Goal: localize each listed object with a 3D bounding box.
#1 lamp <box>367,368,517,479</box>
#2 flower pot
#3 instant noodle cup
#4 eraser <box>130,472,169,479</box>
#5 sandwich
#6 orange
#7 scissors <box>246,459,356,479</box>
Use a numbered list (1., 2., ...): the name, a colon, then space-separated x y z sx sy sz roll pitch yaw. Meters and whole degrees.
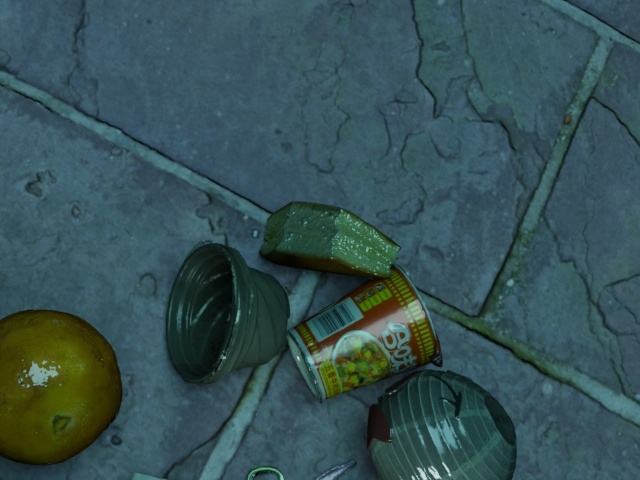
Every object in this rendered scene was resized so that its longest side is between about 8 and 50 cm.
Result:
1. lamp: 0.187 0.324 1.934 0.233 0.265 0.233 -13 61 25
2. flower pot: -0.139 0.121 1.947 0.140 0.235 0.236 8 71 -34
3. instant noodle cup: 0.066 0.166 1.993 0.212 0.193 0.193 -24 81 -11
4. eraser: -0.288 0.551 1.782 0.098 0.096 0.404 15 58 -2
5. sandwich: 0.000 0.000 1.999 0.258 0.096 0.094 8 69 28
6. orange: -0.420 0.217 1.824 0.240 0.240 0.240 4 74 -12
7. scissors: -0.019 0.413 1.975 0.187 0.020 0.134 -16 82 -15
